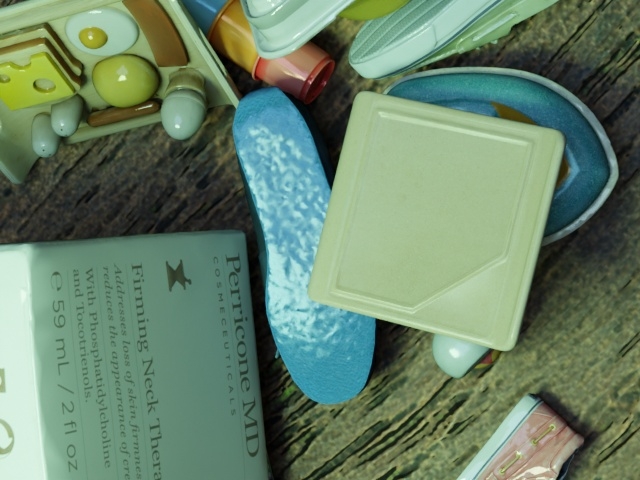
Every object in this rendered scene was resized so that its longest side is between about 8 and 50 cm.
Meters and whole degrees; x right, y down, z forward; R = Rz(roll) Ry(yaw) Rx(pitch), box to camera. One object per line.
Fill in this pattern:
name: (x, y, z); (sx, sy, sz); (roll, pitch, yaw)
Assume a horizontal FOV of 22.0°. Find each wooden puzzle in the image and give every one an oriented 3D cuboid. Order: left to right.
wooden puzzle: (0.114, -0.022, 1.637); (0.239, 0.044, 0.221); (14, 90, 28)

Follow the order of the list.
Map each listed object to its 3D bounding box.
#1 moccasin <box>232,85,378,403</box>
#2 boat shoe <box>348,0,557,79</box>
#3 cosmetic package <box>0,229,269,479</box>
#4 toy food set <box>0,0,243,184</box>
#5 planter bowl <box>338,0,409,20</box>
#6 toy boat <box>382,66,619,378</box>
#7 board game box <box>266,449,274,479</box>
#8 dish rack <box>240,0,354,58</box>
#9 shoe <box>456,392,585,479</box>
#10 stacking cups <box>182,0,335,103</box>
moccasin: (0.000, 0.000, 1.771); (0.138, 0.117, 0.342); (-9, 95, 9)
boat shoe: (0.168, -0.246, 1.716); (0.302, 0.109, 0.094); (-31, 125, 24)
cosmetic package: (-0.295, 0.165, 1.703); (0.327, 0.394, 0.329); (-6, 90, 28)
toy food set: (-0.248, -0.162, 1.784); (0.306, 0.219, 0.092); (-13, 51, 17)
planter bowl: (0.055, -0.298, 1.731); (0.217, 0.217, 0.090); (-38, 122, 15)
toy boat: (0.167, -0.020, 1.697); (0.268, 0.148, 0.318); (4, 93, 18)
board game box: (-0.106, 0.267, 1.860); (0.103, 0.026, 0.154); (-14, 88, 18)
dish rack: (0.031, -0.356, 1.674); (0.333, 0.285, 0.072); (-37, 122, 14)
shoe: (0.200, 0.253, 1.741); (0.081, 0.063, 0.178); (39, 99, 18)
stacking cups: (-0.131, -0.255, 1.813); (0.316, 0.096, 0.096); (36, 102, 14)
